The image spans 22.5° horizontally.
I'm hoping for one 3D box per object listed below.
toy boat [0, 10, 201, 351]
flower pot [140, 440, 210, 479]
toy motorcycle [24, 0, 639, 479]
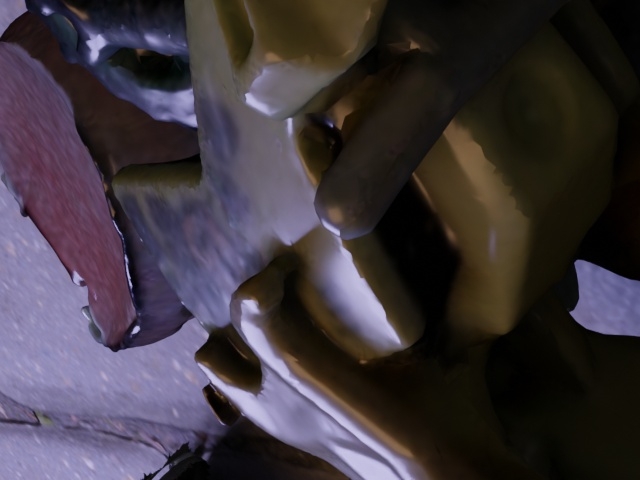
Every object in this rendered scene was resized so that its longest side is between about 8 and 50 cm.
[{"bbox_3d":[-0.088,-0.037,0.757,0.155,0.085,0.227,60,161,12],"label":"toy boat"},{"bbox_3d":[-0.053,0.300,0.920,0.259,0.290,0.290,31,147,9],"label":"flower pot"},{"bbox_3d":[0.058,0.003,0.517,0.410,0.169,0.237,49,157,-11],"label":"toy motorcycle"}]
